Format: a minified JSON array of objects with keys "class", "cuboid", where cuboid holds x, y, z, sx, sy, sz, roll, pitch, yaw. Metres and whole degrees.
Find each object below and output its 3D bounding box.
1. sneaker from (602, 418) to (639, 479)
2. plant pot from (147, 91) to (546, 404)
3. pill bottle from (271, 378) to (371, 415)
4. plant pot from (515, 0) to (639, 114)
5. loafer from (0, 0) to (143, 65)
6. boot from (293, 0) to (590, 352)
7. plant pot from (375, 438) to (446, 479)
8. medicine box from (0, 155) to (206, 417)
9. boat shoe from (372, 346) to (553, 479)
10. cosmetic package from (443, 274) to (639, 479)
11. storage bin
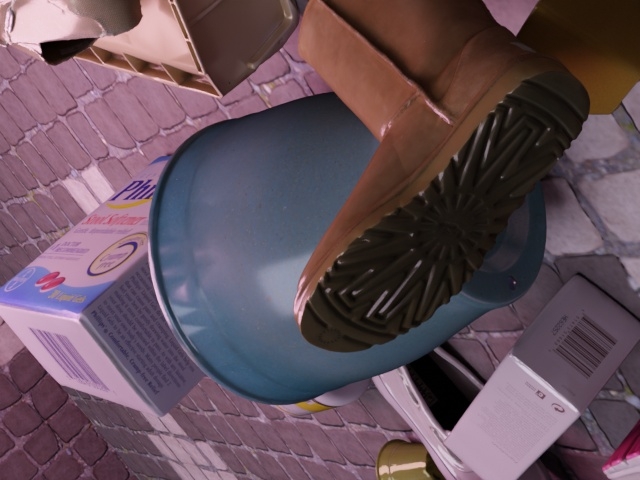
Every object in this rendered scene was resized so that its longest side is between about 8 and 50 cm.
[{"class":"sneaker","cuboid":[0.336,0.185,0.876,0.111,0.103,0.252,49,153,-1]},{"class":"plant pot","cuboid":[0.039,-0.009,0.892,0.255,0.271,0.271,-17,114,44]},{"class":"pill bottle","cuboid":[-0.015,0.169,1.345,0.103,0.103,0.184,50,153,-5]},{"class":"plant pot","cuboid":[0.180,-0.132,0.706,0.083,0.081,0.081,36,151,5]},{"class":"loafer","cuboid":[-0.244,-0.199,0.919,0.269,0.102,0.092,1,123,53]},{"class":"boot","cuboid":[0.039,-0.083,0.719,0.089,0.236,0.269,36,-166,-36]},{"class":"plant pot","cuboid":[0.127,0.291,1.345,0.079,0.083,0.083,-24,107,49]},{"class":"medicine box","cuboid":[-0.184,0.036,1.203,0.263,0.289,0.149,1,131,54]},{"class":"boat shoe","cuboid":[0.166,0.203,1.156,0.267,0.096,0.088,51,157,10]},{"class":"cosmetic package","cuboid":[0.204,0.141,0.990,0.085,0.117,0.231,41,151,13]},{"class":"storage bin","cuboid":[-0.177,-0.283,0.957,0.262,0.123,0.260,20,143,40]}]
